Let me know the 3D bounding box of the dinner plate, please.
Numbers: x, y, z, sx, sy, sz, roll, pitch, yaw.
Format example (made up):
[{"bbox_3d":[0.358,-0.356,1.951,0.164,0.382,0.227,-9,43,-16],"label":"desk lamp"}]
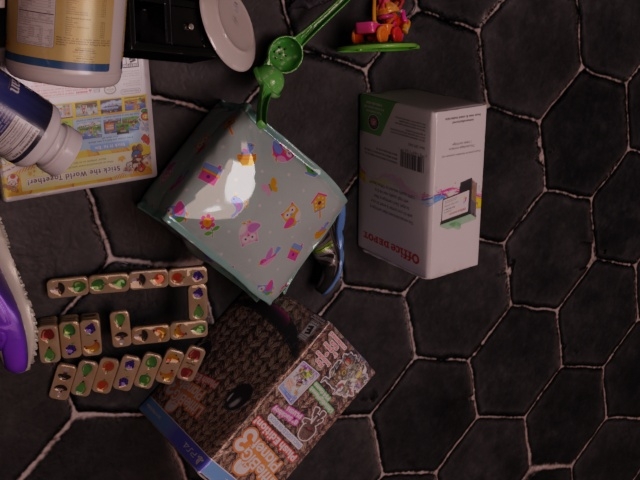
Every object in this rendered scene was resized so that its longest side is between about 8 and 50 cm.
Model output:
[{"bbox_3d":[-0.128,-0.315,1.310,0.141,0.017,0.141,41,41,-50],"label":"dinner plate"}]

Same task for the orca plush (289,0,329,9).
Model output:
[{"bbox_3d":[-0.021,-0.490,1.328,0.102,0.151,0.287,-74,147,-41],"label":"orca plush"}]

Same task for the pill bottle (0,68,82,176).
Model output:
[{"bbox_3d":[-0.392,-0.153,1.153,0.169,0.094,0.094,35,84,-38],"label":"pill bottle"}]

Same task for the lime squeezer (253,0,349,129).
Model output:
[{"bbox_3d":[-0.048,-0.258,1.352,0.310,0.109,0.059,-60,137,-33],"label":"lime squeezer"}]

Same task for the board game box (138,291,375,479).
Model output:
[{"bbox_3d":[-0.103,0.237,1.430,0.291,0.232,0.141,-49,125,-12],"label":"board game box"}]

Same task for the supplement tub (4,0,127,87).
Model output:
[{"bbox_3d":[-0.314,-0.299,1.124,0.144,0.144,0.200,-3,109,-34],"label":"supplement tub"}]

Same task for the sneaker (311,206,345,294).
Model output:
[{"bbox_3d":[0.000,0.000,1.536,0.078,0.067,0.188,-4,111,-11],"label":"sneaker"}]

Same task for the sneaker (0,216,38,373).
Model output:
[{"bbox_3d":[-0.478,0.055,1.203,0.146,0.102,0.293,-20,111,-23],"label":"sneaker"}]

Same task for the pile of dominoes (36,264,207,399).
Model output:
[{"bbox_3d":[-0.288,0.144,1.347,0.251,0.040,0.196,-5,110,-14],"label":"pile of dominoes"}]

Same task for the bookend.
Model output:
[{"bbox_3d":[-0.220,-0.330,1.245,0.157,0.072,0.156,-5,95,-47],"label":"bookend"}]

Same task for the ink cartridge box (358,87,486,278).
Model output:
[{"bbox_3d":[0.165,-0.101,1.518,0.117,0.201,0.278,-12,112,-31],"label":"ink cartridge box"}]

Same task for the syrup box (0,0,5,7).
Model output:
[{"bbox_3d":[-0.496,-0.330,1.056,0.236,0.096,0.093,-3,107,-33],"label":"syrup box"}]

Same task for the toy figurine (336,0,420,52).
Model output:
[{"bbox_3d":[0.098,-0.385,1.449,0.173,0.130,0.159,-15,106,-54],"label":"toy figurine"}]

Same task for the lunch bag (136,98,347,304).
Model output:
[{"bbox_3d":[-0.105,-0.051,1.380,0.262,0.160,0.223,41,80,-31],"label":"lunch bag"}]

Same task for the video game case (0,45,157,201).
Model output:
[{"bbox_3d":[-0.342,-0.172,1.259,0.227,0.026,0.206,-13,112,-32],"label":"video game case"}]
